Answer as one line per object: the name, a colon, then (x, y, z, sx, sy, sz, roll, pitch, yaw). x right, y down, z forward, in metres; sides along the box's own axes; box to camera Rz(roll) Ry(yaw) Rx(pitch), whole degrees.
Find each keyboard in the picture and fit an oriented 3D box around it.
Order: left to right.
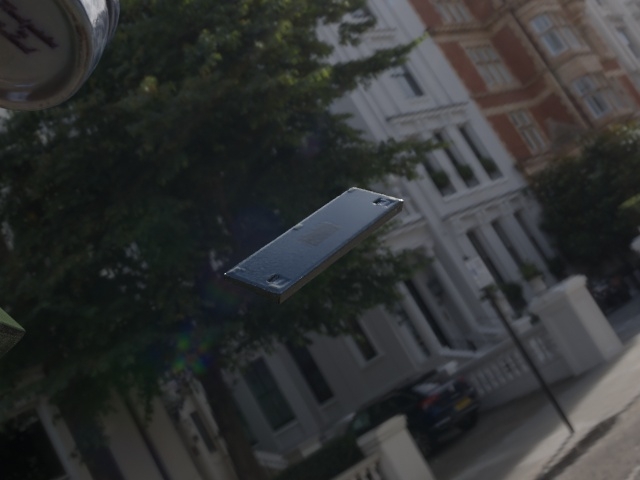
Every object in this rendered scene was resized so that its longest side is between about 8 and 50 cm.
keyboard: (0.000, -0.001, 0.681, 0.176, 0.055, 0.014, -36, -44, -44)

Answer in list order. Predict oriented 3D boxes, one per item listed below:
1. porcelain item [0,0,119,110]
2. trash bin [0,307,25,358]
porcelain item: (-0.260, -0.202, 0.745, 0.147, 0.147, 0.114, -36, 28, 27)
trash bin: (-0.535, 0.039, 0.988, 0.158, 0.343, 0.223, -44, 0, -14)
